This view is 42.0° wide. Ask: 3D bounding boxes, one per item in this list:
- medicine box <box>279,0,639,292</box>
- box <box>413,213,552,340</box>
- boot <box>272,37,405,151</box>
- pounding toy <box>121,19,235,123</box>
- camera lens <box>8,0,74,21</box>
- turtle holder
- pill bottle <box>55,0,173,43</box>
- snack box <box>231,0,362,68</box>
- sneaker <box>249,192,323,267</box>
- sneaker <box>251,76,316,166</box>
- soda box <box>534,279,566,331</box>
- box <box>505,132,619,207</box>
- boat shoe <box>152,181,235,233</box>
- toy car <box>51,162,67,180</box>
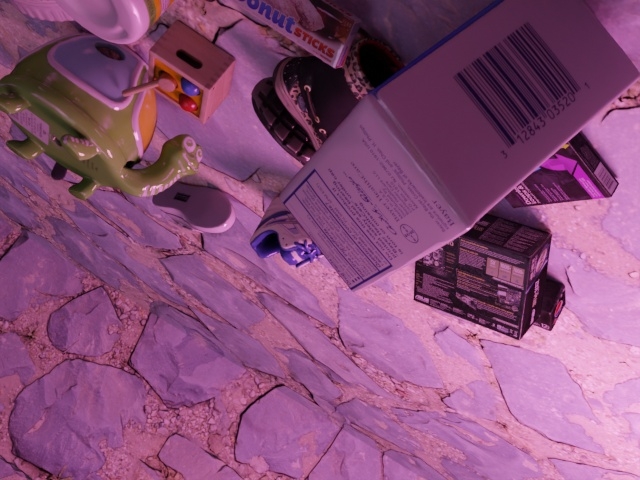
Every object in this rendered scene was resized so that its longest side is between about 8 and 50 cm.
[{"bbox_3d":[0.129,-0.103,0.873,0.149,0.263,0.289,51,156,-1],"label":"medicine box"},{"bbox_3d":[0.233,0.041,1.222,0.180,0.077,0.147,19,128,31],"label":"box"},{"bbox_3d":[0.061,-0.163,1.112,0.236,0.085,0.178,47,152,-25],"label":"boot"},{"bbox_3d":[-0.223,-0.253,1.295,0.141,0.100,0.130,34,157,1],"label":"pounding toy"},{"bbox_3d":[-0.324,-0.419,0.949,0.219,0.219,0.274,26,156,19],"label":"camera lens"},{"bbox_3d":[-0.373,-0.215,1.411,0.320,0.227,0.243,24,154,22],"label":"turtle holder"},{"bbox_3d":[-0.172,-0.337,0.873,0.136,0.246,0.136,29,157,14],"label":"pill bottle"},{"bbox_3d":[-0.035,-0.283,1.015,0.178,0.022,0.064,36,124,17],"label":"snack box"},{"bbox_3d":[0.000,0.000,1.458,0.296,0.131,0.112,6,142,47],"label":"sneaker"},{"bbox_3d":[-0.007,-0.132,1.244,0.267,0.101,0.106,42,159,-16],"label":"sneaker"},{"bbox_3d":[0.293,0.079,1.304,0.168,0.060,0.053,20,149,30],"label":"soda box"},{"bbox_3d":[0.271,-0.092,1.037,0.116,0.029,0.162,44,157,-22],"label":"box"},{"bbox_3d":[-0.250,-0.060,1.746,0.258,0.095,0.084,26,162,46],"label":"boat shoe"},{"bbox_3d":[-0.495,-0.215,1.625,0.155,0.188,0.149,35,157,-2],"label":"toy car"}]
